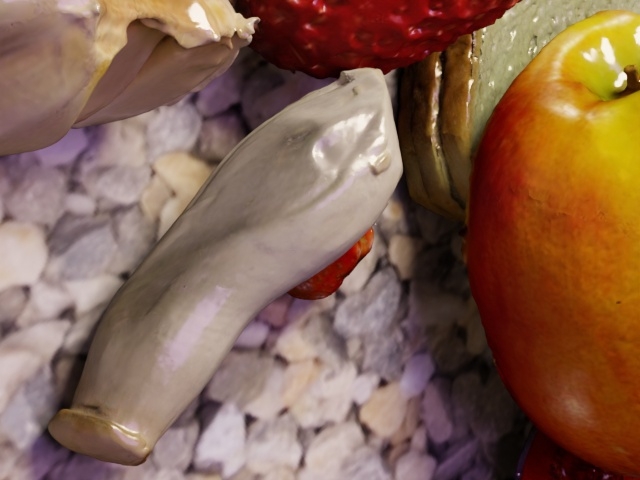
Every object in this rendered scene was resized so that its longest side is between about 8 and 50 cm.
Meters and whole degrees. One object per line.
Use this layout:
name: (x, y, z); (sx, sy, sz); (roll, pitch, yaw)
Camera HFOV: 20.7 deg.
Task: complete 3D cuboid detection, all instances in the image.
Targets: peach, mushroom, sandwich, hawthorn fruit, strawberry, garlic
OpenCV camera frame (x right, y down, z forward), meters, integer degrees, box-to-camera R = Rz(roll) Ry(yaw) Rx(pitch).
peach: (0.291, 0.033, 1.397); (0.306, 0.242, 0.380); (-47, 131, -21)
mushroom: (-0.059, 0.015, 1.236); (0.351, 0.109, 0.097); (-47, 156, -10)
sandwich: (0.185, -0.129, 1.502); (0.273, 0.095, 0.249); (7, 85, -42)
hawthorn fruit: (0.000, 0.000, 1.330); (0.093, 0.093, 0.093); (4, 84, -41)
strawberry: (0.055, -0.219, 1.288); (0.205, 0.244, 0.205); (21, 66, -60)
garlic: (-0.193, -0.147, 1.117); (0.184, 0.203, 0.281); (60, 31, 1)

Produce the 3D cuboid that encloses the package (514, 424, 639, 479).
package: (0.226, 0.223, 1.529); (0.194, 0.071, 0.269); (56, 50, -39)
